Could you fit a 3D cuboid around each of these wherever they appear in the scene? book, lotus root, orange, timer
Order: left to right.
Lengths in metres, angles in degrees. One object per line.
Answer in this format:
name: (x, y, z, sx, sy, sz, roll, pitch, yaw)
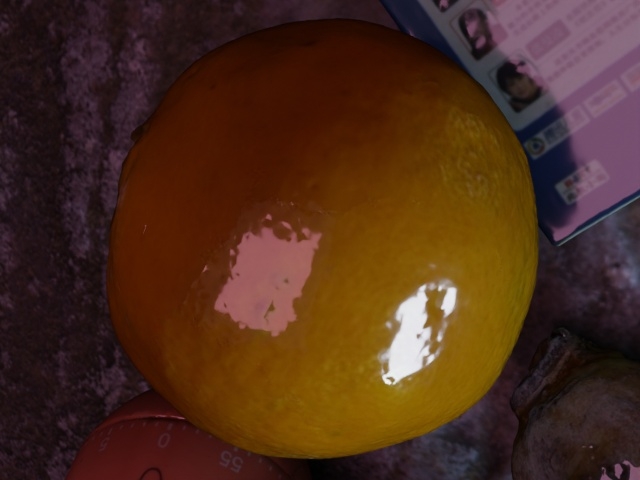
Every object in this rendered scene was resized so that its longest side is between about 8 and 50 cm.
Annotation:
timer: (-0.119, 0.250, 0.654, 0.229, 0.215, 0.229, 4, 127, 5)
orange: (0.000, 0.000, 0.517, 0.312, 0.312, 0.312, 5, 103, 25)
book: (0.172, -0.248, 0.523, 0.300, 0.039, 0.428, -36, 83, 27)
lotus root: (0.274, 0.206, 0.488, 0.349, 0.175, 0.175, 36, 114, 25)
